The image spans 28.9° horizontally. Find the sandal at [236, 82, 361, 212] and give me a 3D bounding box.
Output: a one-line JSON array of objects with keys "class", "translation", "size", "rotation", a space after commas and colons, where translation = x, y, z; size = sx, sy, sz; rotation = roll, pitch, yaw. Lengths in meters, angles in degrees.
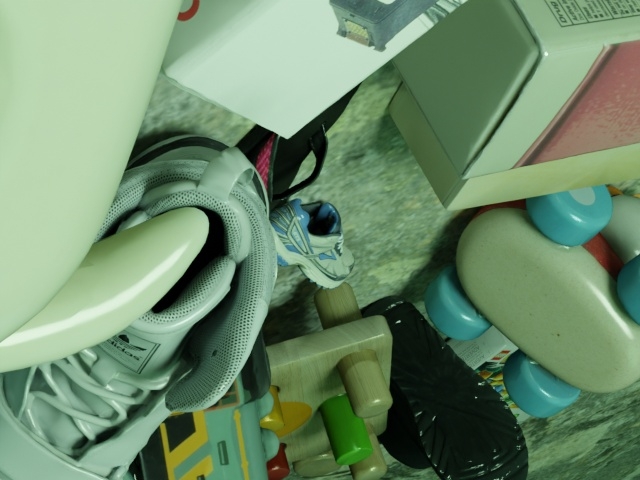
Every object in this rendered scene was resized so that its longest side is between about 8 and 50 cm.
[{"class": "sandal", "translation": [-0.023, -0.063, 0.895], "size": [0.067, 0.040, 0.179], "rotation": [-5, 147, -39]}]

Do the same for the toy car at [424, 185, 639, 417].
[{"class": "toy car", "translation": [0.260, 0.010, 1.198], "size": [0.238, 0.210, 0.219], "rotation": [-43, 175, -43]}]

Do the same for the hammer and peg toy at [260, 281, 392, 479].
[{"class": "hammer and peg toy", "translation": [-0.062, 0.193, 1.200], "size": [0.266, 0.127, 0.361], "rotation": [-15, 152, -8]}]

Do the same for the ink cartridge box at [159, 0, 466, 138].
[{"class": "ink cartridge box", "translation": [0.014, -0.187, 0.548], "size": [0.237, 0.172, 0.100], "rotation": [-36, 153, 18]}]

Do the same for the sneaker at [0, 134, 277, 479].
[{"class": "sneaker", "translation": [-0.150, 0.087, 0.753], "size": [0.366, 0.137, 0.210], "rotation": [-56, -172, -6]}]

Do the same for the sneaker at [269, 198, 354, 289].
[{"class": "sneaker", "translation": [0.000, 0.000, 1.025], "size": [0.058, 0.052, 0.135], "rotation": [-40, 152, 16]}]

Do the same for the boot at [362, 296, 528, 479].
[{"class": "boot", "translation": [0.122, 0.193, 1.284], "size": [0.094, 0.246, 0.207], "rotation": [-31, 153, -12]}]

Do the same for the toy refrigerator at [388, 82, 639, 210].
[{"class": "toy refrigerator", "translation": [0.195, -0.101, 0.964], "size": [0.269, 0.102, 0.094], "rotation": [-10, 150, -33]}]

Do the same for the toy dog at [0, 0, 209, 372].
[{"class": "toy dog", "translation": [-0.089, -0.156, 0.346], "size": [0.408, 0.284, 0.395], "rotation": [-48, 122, 1]}]

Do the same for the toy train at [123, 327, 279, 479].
[{"class": "toy train", "translation": [-0.125, 0.165, 0.951], "size": [0.190, 0.334, 0.142], "rotation": [-10, -164, -7]}]

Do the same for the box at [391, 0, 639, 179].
[{"class": "box", "translation": [0.173, -0.148, 0.799], "size": [0.232, 0.149, 0.127], "rotation": [-12, 152, -27]}]

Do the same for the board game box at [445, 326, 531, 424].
[{"class": "board game box", "translation": [0.229, 0.166, 1.548], "size": [0.193, 0.053, 0.305], "rotation": [-42, 151, 29]}]
